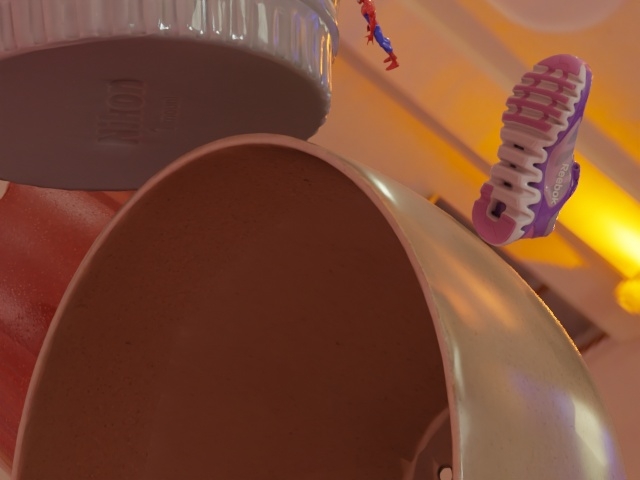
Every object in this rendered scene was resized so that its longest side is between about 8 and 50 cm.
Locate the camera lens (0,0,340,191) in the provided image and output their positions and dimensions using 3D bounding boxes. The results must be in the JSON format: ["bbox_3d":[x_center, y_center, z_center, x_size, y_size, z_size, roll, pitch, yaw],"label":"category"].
[{"bbox_3d":[-0.104,-0.185,0.683,0.219,0.219,0.274,-30,-119,54],"label":"camera lens"}]

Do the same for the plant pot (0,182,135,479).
[{"bbox_3d":[-0.107,0.093,0.895,0.272,0.265,0.272,-41,151,-29],"label":"plant pot"}]

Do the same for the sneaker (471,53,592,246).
[{"bbox_3d":[0.265,-0.101,1.597,0.095,0.104,0.236,35,-70,50],"label":"sneaker"}]

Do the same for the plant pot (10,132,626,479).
[{"bbox_3d":[0.020,0.113,0.580,0.284,0.191,0.284,-17,-113,47],"label":"plant pot"}]

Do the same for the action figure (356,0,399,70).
[{"bbox_3d":[0.072,-0.278,1.795,0.030,0.115,0.038,-17,-146,11],"label":"action figure"}]
